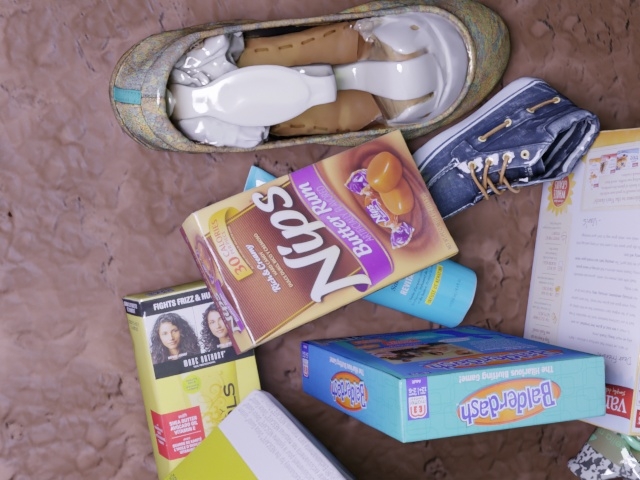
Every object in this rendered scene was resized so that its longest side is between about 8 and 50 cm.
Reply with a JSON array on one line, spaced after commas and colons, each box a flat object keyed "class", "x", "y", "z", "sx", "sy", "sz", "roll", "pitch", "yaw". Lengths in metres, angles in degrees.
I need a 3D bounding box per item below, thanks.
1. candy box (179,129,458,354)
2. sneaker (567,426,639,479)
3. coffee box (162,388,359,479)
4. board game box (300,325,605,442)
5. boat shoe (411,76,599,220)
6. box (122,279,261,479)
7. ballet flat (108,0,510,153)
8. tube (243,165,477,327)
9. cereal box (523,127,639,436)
[{"class": "candy box", "x": 0.000, "y": 0.000, "z": 0.898, "sx": 0.186, "sy": 0.053, "sz": 0.109, "roll": -24, "pitch": 85, "yaw": -22}, {"class": "sneaker", "x": 0.304, "y": 0.155, "z": 1.026, "sx": 0.182, "sy": 0.158, "sz": 0.410, "roll": -12, "pitch": 91, "yaw": -1}, {"class": "coffee box", "x": -0.002, "y": 0.368, "z": 0.768, "sx": 0.334, "sy": 0.338, "sz": 0.337, "roll": -45, "pitch": 117, "yaw": -6}, {"class": "board game box", "x": 0.093, "y": 0.104, "z": 0.902, "sx": 0.160, "sy": 0.210, "sz": 0.047, "roll": -4, "pitch": 93, "yaw": -19}, {"class": "boat shoe", "x": 0.140, "y": -0.061, "z": 0.966, "sx": 0.183, "sy": 0.083, "sz": 0.065, "roll": -41, "pitch": 132, "yaw": -8}, {"class": "box", "x": -0.088, "y": 0.148, "z": 0.919, "sx": 0.087, "sy": 0.058, "sz": 0.232, "roll": -11, "pitch": 96, "yaw": -21}, {"class": "ballet flat", "x": 0.014, "y": -0.126, "z": 0.915, "sx": 0.348, "sy": 0.123, "sz": 0.123, "roll": -9, "pitch": 95, "yaw": -19}, {"class": "tube", "x": 0.026, "y": 0.013, "z": 0.965, "sx": 0.207, "sy": 0.052, "sz": 0.080, "roll": 21, "pitch": 76, "yaw": -13}, {"class": "cereal box", "x": 0.235, "y": 0.030, "z": 0.970, "sx": 0.047, "sy": 0.173, "sz": 0.240, "roll": 7, "pitch": 90, "yaw": -21}]
